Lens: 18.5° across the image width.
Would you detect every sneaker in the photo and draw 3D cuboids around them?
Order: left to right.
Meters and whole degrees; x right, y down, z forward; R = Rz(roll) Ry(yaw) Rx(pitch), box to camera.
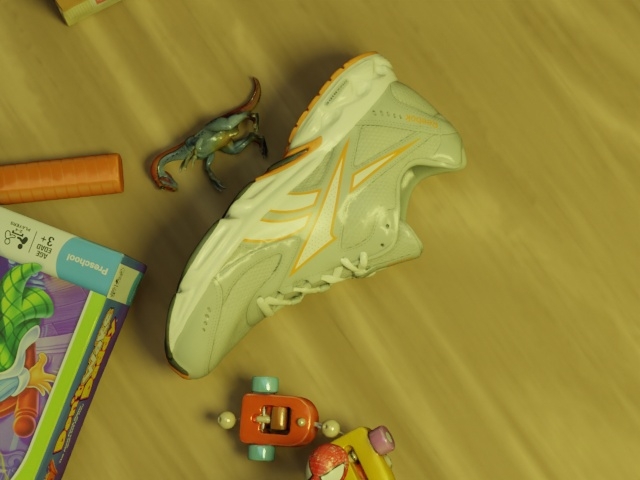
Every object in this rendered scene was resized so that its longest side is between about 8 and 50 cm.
[{"bbox_3d":[0.000,0.000,1.342,0.121,0.099,0.262,37,82,7],"label":"sneaker"}]

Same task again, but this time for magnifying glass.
[{"bbox_3d":[-0.256,-0.036,1.404,0.231,0.026,0.092,-6,76,4],"label":"magnifying glass"}]

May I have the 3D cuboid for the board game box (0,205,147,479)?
[{"bbox_3d":[-0.324,0.060,1.341,0.347,0.078,0.233,20,86,9],"label":"board game box"}]

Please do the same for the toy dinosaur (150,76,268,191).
[{"bbox_3d":[-0.080,-0.066,1.401,0.082,0.047,0.090,-9,43,11],"label":"toy dinosaur"}]

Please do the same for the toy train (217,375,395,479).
[{"bbox_3d":[-0.005,0.175,1.327,0.125,0.046,0.166,-3,82,21],"label":"toy train"}]

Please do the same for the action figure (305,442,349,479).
[{"bbox_3d":[-0.039,0.261,1.233,0.091,0.139,0.280,14,85,21],"label":"action figure"}]

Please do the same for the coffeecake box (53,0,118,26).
[{"bbox_3d":[-0.165,-0.273,1.431,0.142,0.068,0.185,-27,77,-4],"label":"coffeecake box"}]
